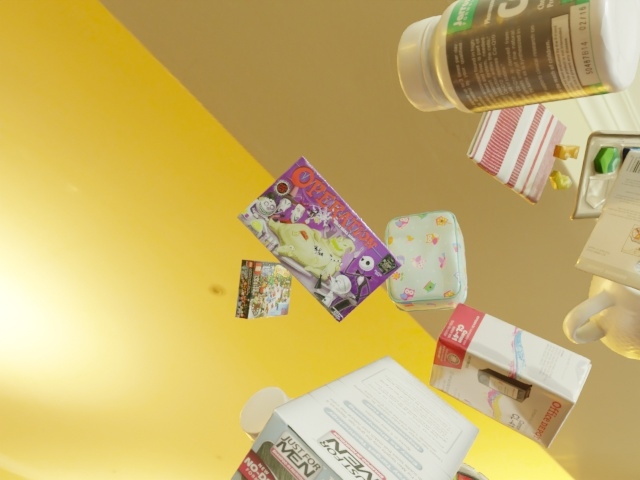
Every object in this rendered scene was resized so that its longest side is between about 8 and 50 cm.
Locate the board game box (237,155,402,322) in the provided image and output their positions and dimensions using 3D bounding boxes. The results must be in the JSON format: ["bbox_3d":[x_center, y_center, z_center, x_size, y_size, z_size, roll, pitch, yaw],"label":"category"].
[{"bbox_3d":[0.000,0.000,1.206,0.208,0.056,0.347,-44,-82,-2],"label":"board game box"}]

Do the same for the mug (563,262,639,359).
[{"bbox_3d":[0.844,0.169,1.413,0.374,0.276,0.328,-29,-38,8],"label":"mug"}]

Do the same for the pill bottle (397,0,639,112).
[{"bbox_3d":[0.329,-0.333,0.896,0.361,0.204,0.204,2,-40,43],"label":"pill bottle"}]

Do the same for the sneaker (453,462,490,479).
[{"bbox_3d":[0.243,0.506,1.045,0.279,0.118,0.107,30,-49,13],"label":"sneaker"}]

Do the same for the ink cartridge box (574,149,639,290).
[{"bbox_3d":[0.601,-0.012,0.842,0.060,0.238,0.275,24,2,-39],"label":"ink cartridge box"}]

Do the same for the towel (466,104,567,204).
[{"bbox_3d":[0.519,-0.259,1.359,0.329,0.236,0.037,22,-2,-37],"label":"towel"}]

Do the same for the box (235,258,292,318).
[{"bbox_3d":[-0.156,0.139,1.485,0.044,0.159,0.233,6,-2,24],"label":"box"}]

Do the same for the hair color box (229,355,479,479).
[{"bbox_3d":[0.072,0.277,0.677,0.185,0.374,0.113,37,-78,23],"label":"hair color box"}]

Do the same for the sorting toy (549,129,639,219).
[{"bbox_3d":[0.689,-0.156,1.272,0.308,0.041,0.228,-4,-68,-23],"label":"sorting toy"}]

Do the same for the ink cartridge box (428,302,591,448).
[{"bbox_3d":[0.424,0.310,1.203,0.306,0.131,0.226,25,-39,26],"label":"ink cartridge box"}]

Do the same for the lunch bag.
[{"bbox_3d":[0.287,0.056,1.449,0.224,0.279,0.108,-10,-30,23],"label":"lunch bag"}]

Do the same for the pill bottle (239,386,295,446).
[{"bbox_3d":[-0.052,0.404,1.028,0.137,0.136,0.245,-14,-55,28],"label":"pill bottle"}]
